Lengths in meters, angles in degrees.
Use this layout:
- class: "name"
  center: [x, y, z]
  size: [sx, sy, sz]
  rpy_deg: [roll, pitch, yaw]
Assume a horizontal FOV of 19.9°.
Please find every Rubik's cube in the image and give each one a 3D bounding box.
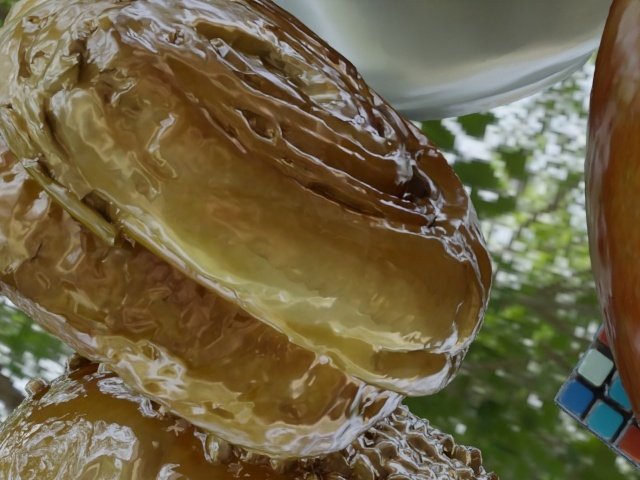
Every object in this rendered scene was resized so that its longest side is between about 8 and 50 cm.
- class: "Rubik's cube"
  center: [0.356, 0.122, 1.676]
  size: [0.184, 0.187, 0.182]
  rpy_deg: [-1, -55, -61]

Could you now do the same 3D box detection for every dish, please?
- class: "dish"
  center: [0.064, -0.139, 0.914]
  size: [0.256, 0.256, 0.117]
  rpy_deg: [-28, -63, -27]

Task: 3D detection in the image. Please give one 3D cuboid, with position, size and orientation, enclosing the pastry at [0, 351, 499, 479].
- class: "pastry"
  center: [-0.046, 0.202, 1.246]
  size: [0.409, 0.409, 0.245]
  rpy_deg: [25, -99, -36]

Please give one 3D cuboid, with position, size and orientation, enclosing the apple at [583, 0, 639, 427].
- class: "apple"
  center: [0.215, -0.025, 0.600]
  size: [0.301, 0.301, 0.301]
  rpy_deg: [-8, -76, -33]

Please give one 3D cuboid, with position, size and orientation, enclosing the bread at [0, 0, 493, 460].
- class: "bread"
  center: [-0.033, -0.020, 0.659]
  size: [0.198, 0.236, 0.120]
  rpy_deg: [34, -77, -12]
